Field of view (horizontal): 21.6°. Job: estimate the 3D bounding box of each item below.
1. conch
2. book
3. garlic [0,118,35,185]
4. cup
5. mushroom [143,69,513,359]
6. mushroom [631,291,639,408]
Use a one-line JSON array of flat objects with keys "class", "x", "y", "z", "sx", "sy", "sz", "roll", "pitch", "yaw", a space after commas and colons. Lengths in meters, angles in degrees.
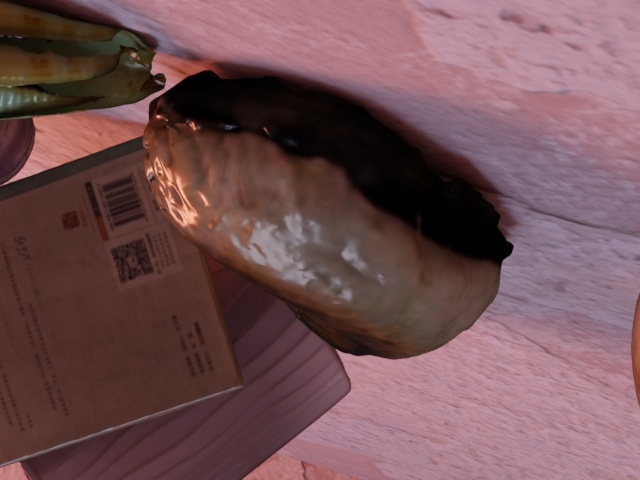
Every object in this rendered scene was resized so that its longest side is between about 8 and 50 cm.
[{"class": "conch", "x": -0.187, "y": -0.120, "z": 1.087, "sx": 0.170, "sy": 0.079, "sz": 0.106, "roll": 1, "pitch": 171, "yaw": 3}, {"class": "book", "x": -0.217, "y": 0.057, "z": 1.291, "sx": 0.283, "sy": 0.215, "sz": 0.025, "roll": -17, "pitch": 177, "yaw": 11}, {"class": "garlic", "x": -0.286, "y": -0.088, "z": 1.253, "sx": 0.147, "sy": 0.102, "sz": 0.159, "roll": 13, "pitch": 166, "yaw": 13}, {"class": "cup", "x": -0.152, "y": 0.106, "z": 1.446, "sx": 0.288, "sy": 0.273, "sz": 0.208, "roll": 49, "pitch": 171, "yaw": 44}, {"class": "mushroom", "x": 0.000, "y": 0.002, "z": 1.203, "sx": 0.247, "sy": 0.130, "sz": 0.344, "roll": 7, "pitch": 163, "yaw": 21}, {"class": "mushroom", "x": 0.324, "y": 0.106, "z": 1.088, "sx": 0.254, "sy": 0.189, "sz": 0.195, "roll": 16, "pitch": 169, "yaw": -8}]
